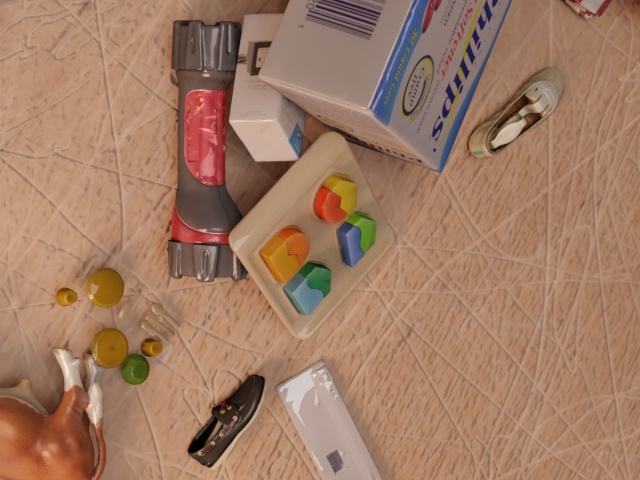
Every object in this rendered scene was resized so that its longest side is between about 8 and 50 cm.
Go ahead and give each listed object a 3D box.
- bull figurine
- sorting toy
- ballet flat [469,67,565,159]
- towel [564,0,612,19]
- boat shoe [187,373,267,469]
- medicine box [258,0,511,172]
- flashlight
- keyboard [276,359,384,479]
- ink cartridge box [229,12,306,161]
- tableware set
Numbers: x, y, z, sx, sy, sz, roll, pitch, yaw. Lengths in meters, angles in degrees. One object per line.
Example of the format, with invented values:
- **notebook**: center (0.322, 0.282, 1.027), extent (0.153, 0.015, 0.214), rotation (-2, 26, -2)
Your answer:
- **bull figurine**: center (-0.389, 0.194, 1.517), extent (0.310, 0.101, 0.188), rotation (18, 83, -24)
- **sorting toy**: center (0.000, 0.000, 1.606), extent (0.193, 0.038, 0.208), rotation (-48, 136, -15)
- **ballet flat**: center (0.266, -0.161, 1.721), extent (0.168, 0.052, 0.057), rotation (-43, 106, -10)
- **towel**: center (0.308, -0.477, 1.715), extent (0.329, 0.037, 0.237), rotation (40, 81, -19)
- **boat shoe**: center (-0.114, 0.220, 1.637), extent (0.042, 0.049, 0.133), rotation (36, 88, -26)
- **medicine box**: center (0.089, -0.248, 1.525), extent (0.149, 0.289, 0.263), rotation (22, 88, 23)
- **flashlight**: center (-0.130, -0.106, 1.567), extent (0.103, 0.103, 0.304), rotation (3, 99, 5)
- **keyboard**: center (0.028, 0.280, 1.711), extent (0.072, 0.014, 0.256), rotation (-28, 103, -8)
- **ink cartridge box**: center (-0.055, -0.195, 1.565), extent (0.060, 0.104, 0.180), rotation (-1, 66, 16)
- **tableware set**: center (-0.248, 0.099, 1.584), extent (0.154, 0.024, 0.104), rotation (42, 67, -27)
